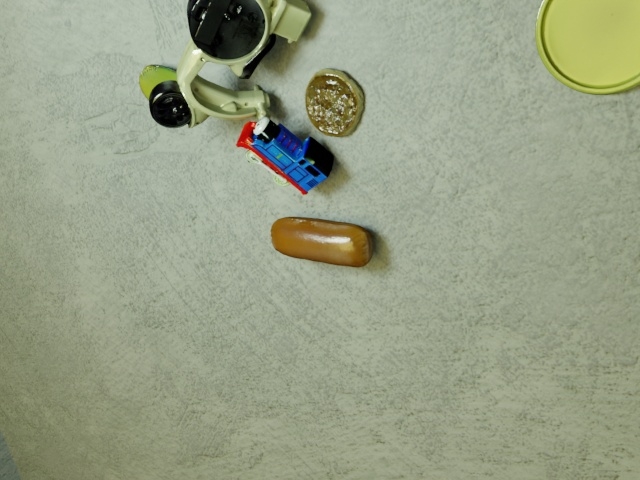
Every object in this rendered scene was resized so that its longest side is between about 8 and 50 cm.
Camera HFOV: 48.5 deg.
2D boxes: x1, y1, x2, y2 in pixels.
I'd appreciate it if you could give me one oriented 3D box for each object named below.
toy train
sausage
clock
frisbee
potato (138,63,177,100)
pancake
[{"bbox_3d":[-0.080,-0.200,1.627,0.204,0.082,0.131,38,133,-24],"label":"toy train"},{"bbox_3d":[0.000,0.001,1.704,0.275,0.105,0.105,8,115,31],"label":"sausage"},{"bbox_3d":[-0.201,-0.390,1.574,0.379,0.277,0.120,-58,31,35],"label":"clock"},{"bbox_3d":[0.496,-0.373,1.248,0.236,0.017,0.235,15,119,29],"label":"frisbee"},{"bbox_3d":[-0.369,-0.381,1.810,0.198,0.054,0.119,19,117,20],"label":"potato"},{"bbox_3d":[0.027,-0.306,1.590,0.158,0.028,0.158,15,121,27],"label":"pancake"}]
